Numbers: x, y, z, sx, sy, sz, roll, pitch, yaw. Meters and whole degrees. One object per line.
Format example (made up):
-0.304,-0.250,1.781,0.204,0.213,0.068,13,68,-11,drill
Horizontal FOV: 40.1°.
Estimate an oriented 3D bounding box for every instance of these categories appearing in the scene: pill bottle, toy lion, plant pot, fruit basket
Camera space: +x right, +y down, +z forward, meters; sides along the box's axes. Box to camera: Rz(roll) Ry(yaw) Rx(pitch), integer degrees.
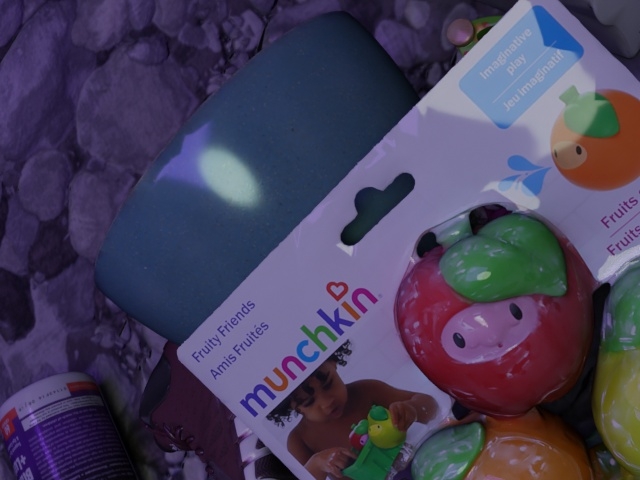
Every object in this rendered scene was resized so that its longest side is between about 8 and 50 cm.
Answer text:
-0.244,0.240,0.884,0.108,0.108,0.193,-40,65,22,pill bottle
0.156,-0.139,0.726,0.096,0.034,0.100,-5,81,25,toy lion
0.000,0.000,0.683,0.195,0.290,0.290,43,108,7,plant pot
0.132,0.093,0.514,0.353,0.165,0.327,44,108,-5,fruit basket

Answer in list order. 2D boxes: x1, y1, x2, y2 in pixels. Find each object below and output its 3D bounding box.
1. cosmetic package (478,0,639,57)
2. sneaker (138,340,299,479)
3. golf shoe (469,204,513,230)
0.086,-0.298,0.680,0.385,0.217,0.156,30,101,30,cosmetic package
-0.083,0.194,0.804,0.162,0.106,0.281,-36,57,30,sneaker
0.231,-0.037,0.624,0.306,0.140,0.115,-32,66,50,golf shoe
